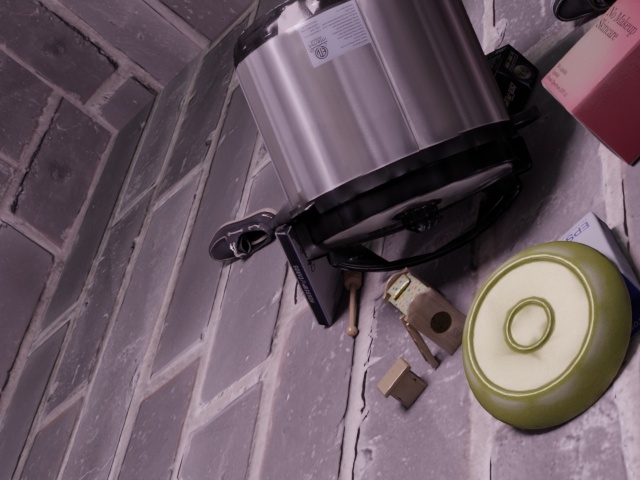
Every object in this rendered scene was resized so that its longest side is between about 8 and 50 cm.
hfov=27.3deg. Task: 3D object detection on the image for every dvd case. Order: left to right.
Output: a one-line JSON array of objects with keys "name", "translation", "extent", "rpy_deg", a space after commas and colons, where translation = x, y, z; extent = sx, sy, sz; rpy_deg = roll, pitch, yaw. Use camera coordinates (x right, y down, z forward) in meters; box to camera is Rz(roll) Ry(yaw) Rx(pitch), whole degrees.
[{"name": "dvd case", "translation": [0.000, 0.000, 2.185], "extent": [0.029, 0.239, 0.179], "rpy_deg": [4, 50, 24]}]

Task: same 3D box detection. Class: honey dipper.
[{"name": "honey dipper", "translation": [0.054, 0.102, 2.173], "extent": [0.030, 0.030, 0.161], "rpy_deg": [-40, 29, 29]}]

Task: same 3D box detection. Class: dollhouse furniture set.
[{"name": "dollhouse furniture set", "translation": [0.109, 0.128, 1.910], "extent": [0.161, 0.101, 0.182], "rpy_deg": [-52, 21, 2]}]

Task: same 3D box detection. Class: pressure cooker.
[{"name": "pressure cooker", "translation": [0.093, -0.167, 1.979], "extent": [0.375, 0.421, 0.370], "rpy_deg": [-19, -6, -41]}]

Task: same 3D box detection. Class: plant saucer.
[{"name": "plant saucer", "translation": [0.262, 0.107, 1.598], "extent": [0.241, 0.037, 0.241], "rpy_deg": [-21, 56, 36]}]

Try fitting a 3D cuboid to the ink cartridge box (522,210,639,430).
[{"name": "ink cartridge box", "translation": [0.297, 0.096, 1.652], "extent": [0.223, 0.045, 0.224], "rpy_deg": [-45, 23, 18]}]

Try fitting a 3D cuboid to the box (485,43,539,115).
[{"name": "box", "translation": [0.259, -0.226, 2.193], "extent": [0.180, 0.077, 0.147], "rpy_deg": [-20, 38, 55]}]

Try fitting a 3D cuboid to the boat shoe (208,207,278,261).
[{"name": "boat shoe", "translation": [-0.165, 0.000, 2.716], "extent": [0.206, 0.075, 0.065], "rpy_deg": [-29, 28, 37]}]

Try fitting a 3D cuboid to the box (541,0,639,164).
[{"name": "box", "translation": [0.437, -0.243, 1.787], "extent": [0.232, 0.127, 0.149], "rpy_deg": [-48, 21, 13]}]

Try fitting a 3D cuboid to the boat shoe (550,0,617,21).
[{"name": "boat shoe", "translation": [0.457, -0.401, 2.079], "extent": [0.228, 0.080, 0.076], "rpy_deg": [-25, 32, 37]}]
